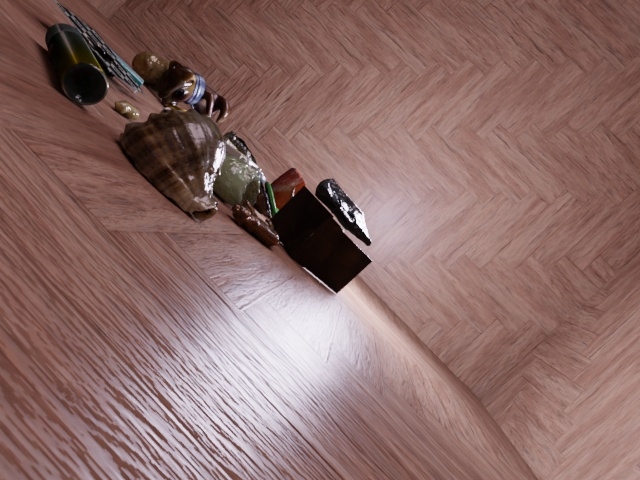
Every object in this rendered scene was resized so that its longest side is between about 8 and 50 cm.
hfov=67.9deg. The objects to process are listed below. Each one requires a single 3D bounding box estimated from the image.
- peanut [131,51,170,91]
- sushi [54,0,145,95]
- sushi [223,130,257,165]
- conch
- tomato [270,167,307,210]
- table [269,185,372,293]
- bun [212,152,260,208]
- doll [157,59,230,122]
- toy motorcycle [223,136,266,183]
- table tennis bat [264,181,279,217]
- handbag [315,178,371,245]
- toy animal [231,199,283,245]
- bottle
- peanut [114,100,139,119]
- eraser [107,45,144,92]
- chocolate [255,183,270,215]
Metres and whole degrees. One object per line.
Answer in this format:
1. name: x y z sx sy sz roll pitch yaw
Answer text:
1. peanut: -0.747 -0.757 2.147 0.159 0.143 0.291 14 4 10
2. sushi: -0.652 -0.539 1.391 0.264 0.050 0.290 52 2 -5
3. sushi: -0.373 -0.374 2.127 0.225 0.136 0.126 54 9 19
4. conch: -0.273 -0.187 0.970 0.291 0.159 0.210 50 4 28
5. tomato: -0.162 -0.183 2.148 0.309 0.170 0.309 51 -30 44
6. table: 0.000 0.000 1.701 0.282 0.196 0.250 43 3 -38
7. bun: -0.256 -0.184 1.406 0.204 0.126 0.212 42 6 -23
8. doll: -0.584 -0.644 2.154 0.318 0.209 0.340 50 8 24
9. toy motorcycle: -0.357 -0.326 1.888 0.341 0.108 0.223 36 -4 -5
10. table tennis bat: -0.189 -0.129 1.898 0.257 0.039 0.160 -116 -164 -46
11. handbag: 0.075 -0.102 1.616 0.270 0.088 0.175 47 10 -19
12. toy animal: -0.172 -0.036 1.323 0.241 0.057 0.099 44 10 -42
13. bottle: -0.502 -0.366 0.969 0.082 0.082 0.286 42 6 -48
14. peanut: -0.473 -0.319 1.161 0.037 0.037 0.083 47 8 17
15. eraser: -0.693 -0.596 1.584 0.225 0.052 0.095 44 6 -31
16. chocolate: -0.250 -0.184 1.913 0.329 0.065 0.102 -123 -156 -66
